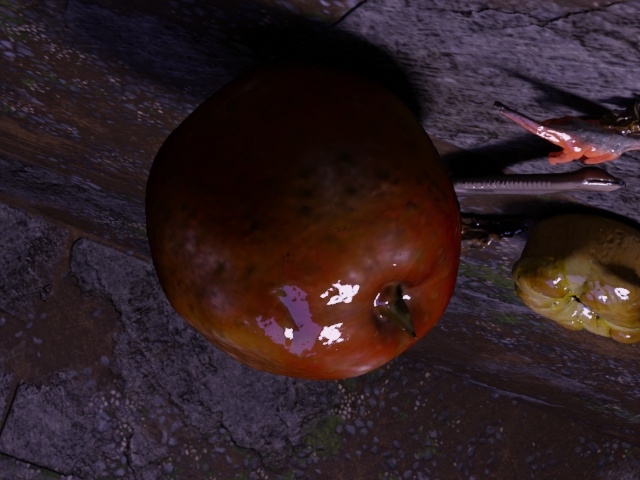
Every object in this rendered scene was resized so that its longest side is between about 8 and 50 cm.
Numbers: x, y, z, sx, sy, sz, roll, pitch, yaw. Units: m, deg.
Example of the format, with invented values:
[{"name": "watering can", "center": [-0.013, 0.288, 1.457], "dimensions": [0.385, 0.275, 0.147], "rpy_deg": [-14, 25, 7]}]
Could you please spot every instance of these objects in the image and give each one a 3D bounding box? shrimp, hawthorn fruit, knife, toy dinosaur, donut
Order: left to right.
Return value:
[{"name": "hawthorn fruit", "center": [0.000, 0.000, 1.599], "dimensions": [0.403, 0.403, 0.403], "rpy_deg": [17, 166, 4]}, {"name": "shrimp", "center": [0.197, -0.015, 2.009], "dimensions": [0.117, 0.066, 0.262], "rpy_deg": [26, 162, -28]}, {"name": "knife", "center": [0.259, -0.077, 1.692], "dimensions": [0.089, 0.043, 0.365], "rpy_deg": [-6, -177, -25]}, {"name": "donut", "center": [0.385, 0.052, 1.896], "dimensions": [0.208, 0.128, 0.261], "rpy_deg": [15, 166, 18]}, {"name": "toy dinosaur", "center": [0.318, -0.111, 1.507], "dimensions": [0.279, 0.055, 0.101], "rpy_deg": [7, 176, -26]}, {"name": "shrimp", "center": [0.361, -0.142, 1.387], "dimensions": [0.178, 0.034, 0.124], "rpy_deg": [6, 159, 36]}]
